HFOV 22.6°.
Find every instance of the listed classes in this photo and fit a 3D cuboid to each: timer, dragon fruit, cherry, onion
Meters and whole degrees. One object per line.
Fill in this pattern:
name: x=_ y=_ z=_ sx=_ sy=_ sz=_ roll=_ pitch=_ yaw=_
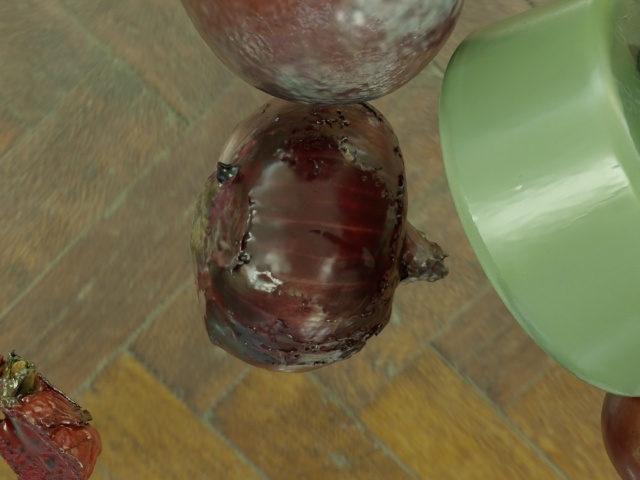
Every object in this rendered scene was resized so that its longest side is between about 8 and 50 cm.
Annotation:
timer: x=0.287 y=-0.078 z=1.071 sx=0.315 sy=0.291 sz=0.291 roll=-27 pitch=104 yaw=35
dragon fruit: x=-0.346 y=0.208 z=1.934 sx=0.192 sy=0.092 sz=0.122 roll=50 pitch=133 yaw=-9
cherry: x=-0.004 y=-0.208 z=1.125 sx=0.236 sy=0.285 sz=0.213 roll=40 pitch=93 yaw=-22
onion: x=0.000 y=0.000 z=1.335 sx=0.219 sy=0.252 sz=0.252 roll=19 pitch=98 yaw=-11

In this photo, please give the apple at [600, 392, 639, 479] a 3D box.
apple: x=0.355 y=0.139 z=1.310 sx=0.234 sy=0.234 sz=0.234 roll=-1 pitch=100 yaw=-5
